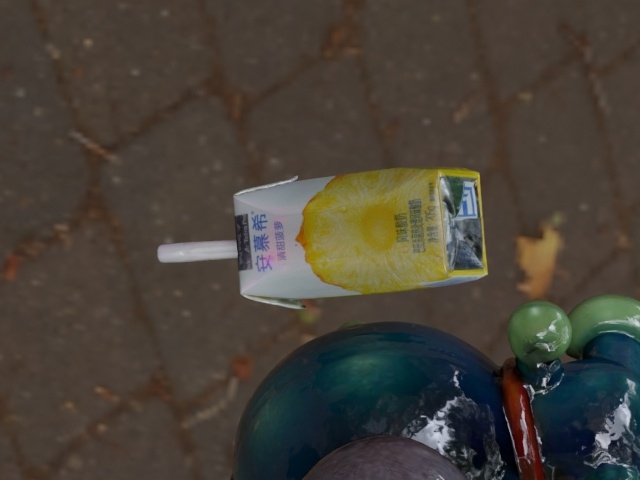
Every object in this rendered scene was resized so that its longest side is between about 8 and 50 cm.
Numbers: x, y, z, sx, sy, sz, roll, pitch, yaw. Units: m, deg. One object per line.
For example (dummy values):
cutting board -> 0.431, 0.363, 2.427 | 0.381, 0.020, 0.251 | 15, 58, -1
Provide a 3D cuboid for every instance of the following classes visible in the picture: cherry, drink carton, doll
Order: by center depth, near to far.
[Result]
cherry -> 0.026, 0.193, 1.037 | 0.148, 0.115, 0.188 | -90, -174, -47
drink carton -> 0.000, 0.000, 1.228 | 0.074, 0.200, 0.084 | -5, 90, -60
doll -> 0.081, 0.141, 1.282 | 0.186, 0.322, 0.198 | -95, 170, -64
